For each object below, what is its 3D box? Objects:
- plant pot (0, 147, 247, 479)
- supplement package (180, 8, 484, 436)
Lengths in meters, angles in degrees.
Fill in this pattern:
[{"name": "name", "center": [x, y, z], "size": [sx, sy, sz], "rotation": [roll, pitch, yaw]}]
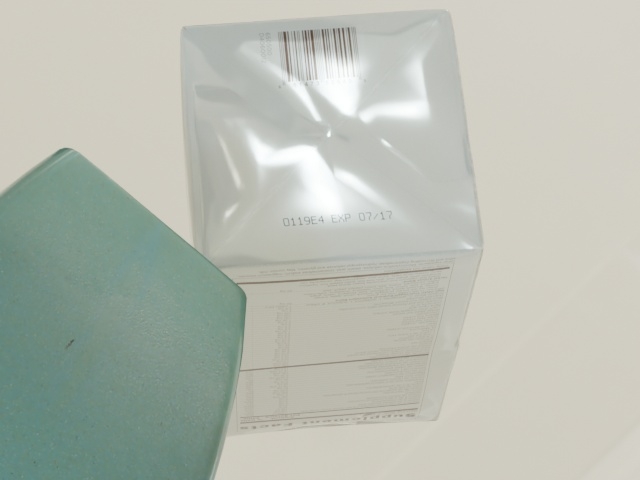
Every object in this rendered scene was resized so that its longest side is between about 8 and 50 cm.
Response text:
[{"name": "plant pot", "center": [-0.142, 0.090, 0.785], "size": [0.165, 0.234, 0.166], "rotation": [41, -36, -16]}, {"name": "supplement package", "center": [0.000, 0.000, 1.012], "size": [0.244, 0.139, 0.134], "rotation": [95, -10, -65]}]
